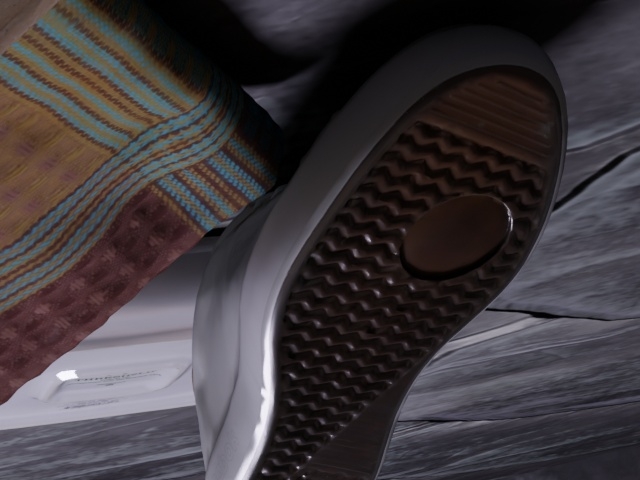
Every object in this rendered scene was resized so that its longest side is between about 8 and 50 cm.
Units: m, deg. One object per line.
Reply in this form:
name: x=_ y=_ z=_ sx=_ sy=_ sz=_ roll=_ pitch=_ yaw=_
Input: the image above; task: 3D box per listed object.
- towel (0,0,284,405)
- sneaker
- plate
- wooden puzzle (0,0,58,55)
towel: x=-0.164 y=0.008 z=0.451 sx=0.271 sy=0.040 sz=0.370 roll=-39 pitch=159 yaw=6
sneaker: x=0.000 y=0.000 z=0.676 sx=0.105 sy=0.123 sz=0.290 roll=1 pitch=141 yaw=-25
plate: x=-0.114 y=0.057 z=0.897 sx=0.277 sy=0.045 sz=0.278 roll=-6 pitch=166 yaw=-18
wooden puzzle: x=-0.151 y=-0.033 z=0.262 sx=0.238 sy=0.044 sz=0.221 roll=-39 pitch=158 yaw=1
